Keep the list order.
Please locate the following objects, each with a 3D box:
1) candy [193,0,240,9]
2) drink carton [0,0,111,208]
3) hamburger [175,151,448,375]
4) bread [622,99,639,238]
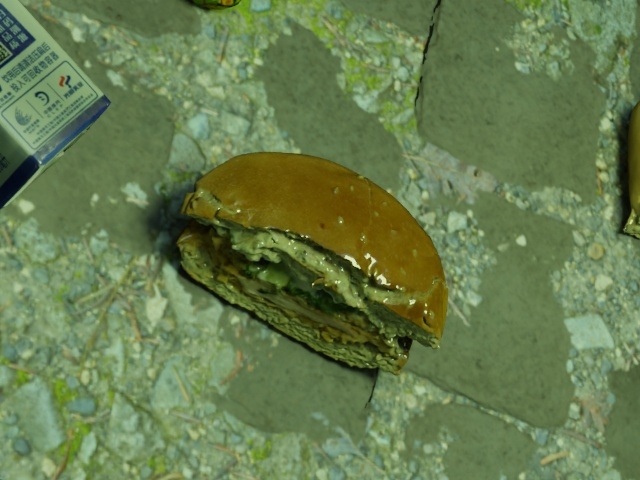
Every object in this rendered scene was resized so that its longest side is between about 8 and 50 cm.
[{"bbox_3d":[-0.172,-0.338,1.694,0.262,0.073,0.077,43,83,-2],"label":"candy"},{"bbox_3d":[-0.344,-0.189,1.492,0.315,0.130,0.106,48,55,-5],"label":"drink carton"},{"bbox_3d":[0.000,0.000,1.612,0.283,0.144,0.157,30,59,-15],"label":"hamburger"},{"bbox_3d":[0.410,-0.079,1.914,0.134,0.085,0.173,14,67,-21],"label":"bread"}]
